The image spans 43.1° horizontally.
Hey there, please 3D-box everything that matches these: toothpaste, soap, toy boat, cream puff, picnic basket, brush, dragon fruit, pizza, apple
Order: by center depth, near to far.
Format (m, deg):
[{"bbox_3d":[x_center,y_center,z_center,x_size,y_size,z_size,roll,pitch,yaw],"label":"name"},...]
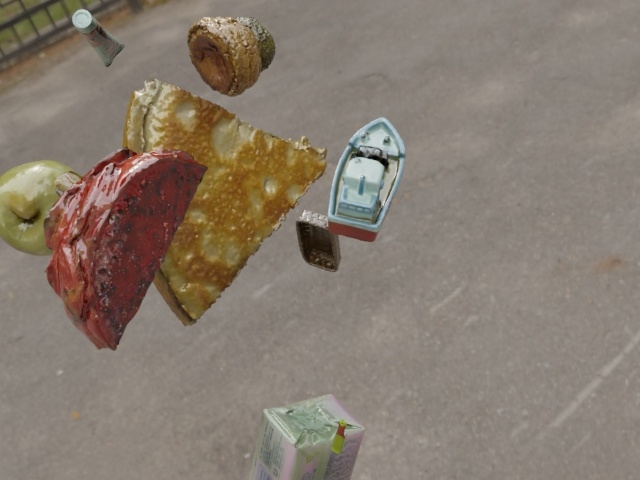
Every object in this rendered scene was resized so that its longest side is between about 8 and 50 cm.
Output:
[{"bbox_3d":[-0.333,-0.025,1.166,0.205,0.152,0.317,11,70,33],"label":"dragon fruit"},{"bbox_3d":[0.035,0.328,1.372,0.019,0.083,0.021,26,41,21],"label":"brush"},{"bbox_3d":[-0.403,-0.367,1.477,0.056,0.036,0.205,-51,-4,-3],"label":"toothpaste"},{"bbox_3d":[-0.165,-0.091,1.505,0.406,0.440,0.130,-15,15,-33],"label":"pizza"},{"bbox_3d":[-0.528,-0.061,1.546,0.200,0.200,0.200,-14,34,10],"label":"apple"},{"bbox_3d":[-0.029,0.441,1.660,0.182,0.199,0.138,-4,27,-36],"label":"soap"},{"bbox_3d":[-0.180,-0.426,1.781,0.169,0.183,0.183,-37,37,-30],"label":"cream puff"},{"bbox_3d":[0.107,-0.155,1.790,0.145,0.133,0.332,13,46,7],"label":"toy boat"},{"bbox_3d":[0.000,0.000,2.055,0.110,0.193,0.055,18,56,19],"label":"picnic basket"}]

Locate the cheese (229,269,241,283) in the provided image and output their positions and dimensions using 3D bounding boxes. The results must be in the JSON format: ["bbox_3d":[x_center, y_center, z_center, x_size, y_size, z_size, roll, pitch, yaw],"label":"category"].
[{"bbox_3d":[-0.251,0.008,1.732,0.235,0.117,0.218,-26,66,-17],"label":"cheese"}]
